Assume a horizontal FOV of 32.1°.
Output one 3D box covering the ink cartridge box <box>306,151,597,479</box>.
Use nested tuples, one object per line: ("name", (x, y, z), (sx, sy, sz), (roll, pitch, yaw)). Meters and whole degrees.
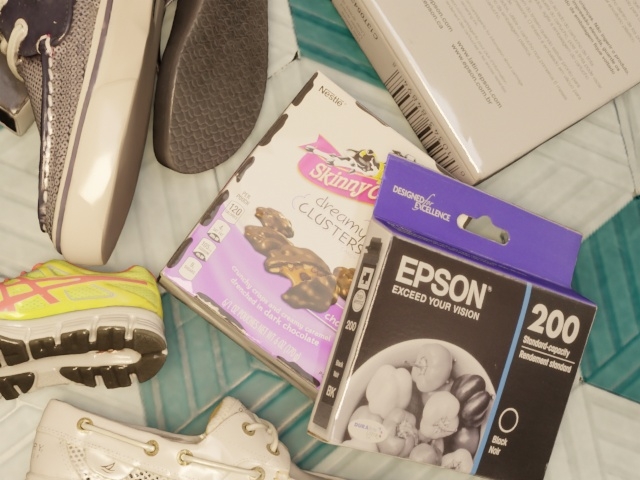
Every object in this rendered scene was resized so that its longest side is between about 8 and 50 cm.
("ink cartridge box", (0.108, 0.065, 0.815), (0.206, 0.045, 0.208), (19, 85, -31))

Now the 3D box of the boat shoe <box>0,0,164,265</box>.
("boat shoe", (-0.190, -0.154, 0.753), (0.158, 0.127, 0.340), (7, 73, -4))

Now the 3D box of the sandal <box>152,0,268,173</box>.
("sandal", (-0.085, -0.174, 0.856), (0.097, 0.054, 0.254), (14, 83, -50))

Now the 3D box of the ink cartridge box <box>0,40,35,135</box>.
("ink cartridge box", (-0.200, -0.259, 0.851), (0.165, 0.065, 0.332), (34, 75, -4))

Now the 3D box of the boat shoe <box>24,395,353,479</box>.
("boat shoe", (-0.066, 0.159, 0.789), (0.277, 0.098, 0.096), (8, 80, -9))

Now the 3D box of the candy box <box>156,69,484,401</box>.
("candy box", (0.000, 0.000, 0.842), (0.165, 0.070, 0.196), (37, 76, -4))

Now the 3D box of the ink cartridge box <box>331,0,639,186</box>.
("ink cartridge box", (0.161, -0.255, 0.919), (0.330, 0.071, 0.324), (-31, 87, -18))

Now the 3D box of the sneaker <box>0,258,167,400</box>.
("sneaker", (-0.210, 0.056, 0.797), (0.209, 0.081, 0.094), (1, 43, 0))
